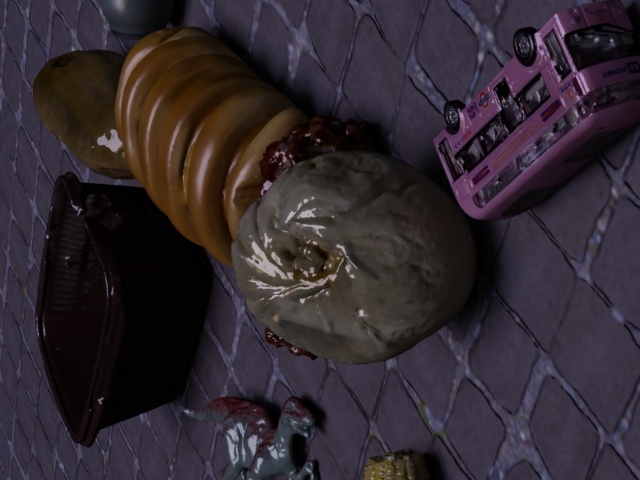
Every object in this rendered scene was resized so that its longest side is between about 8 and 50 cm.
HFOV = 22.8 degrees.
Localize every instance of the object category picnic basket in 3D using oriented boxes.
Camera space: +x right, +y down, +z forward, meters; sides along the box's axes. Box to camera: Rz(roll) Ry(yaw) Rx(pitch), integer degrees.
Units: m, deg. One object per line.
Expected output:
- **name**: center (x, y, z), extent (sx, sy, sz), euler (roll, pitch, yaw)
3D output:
- **picnic basket**: center (-0.223, 0.071, 1.765), extent (0.222, 0.129, 0.297), euler (61, 147, 36)

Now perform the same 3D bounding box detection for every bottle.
- **bottle**: center (-0.185, -0.334, 1.607), extent (0.096, 0.079, 0.254), euler (-99, 10, -67)

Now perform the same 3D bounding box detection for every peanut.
- **peanut**: center (-0.230, -0.138, 1.730), extent (0.236, 0.120, 0.110), euler (34, 152, 45)

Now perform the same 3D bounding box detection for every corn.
- **corn**: center (0.072, 0.259, 1.330), extent (0.085, 0.063, 0.165), euler (138, 123, -87)

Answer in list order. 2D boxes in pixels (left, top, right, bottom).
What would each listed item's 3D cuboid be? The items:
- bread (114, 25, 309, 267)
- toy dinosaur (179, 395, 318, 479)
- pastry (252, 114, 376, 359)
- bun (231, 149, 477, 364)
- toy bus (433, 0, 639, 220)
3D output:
- **bread**: center (-0.110, -0.090, 1.497), extent (0.311, 0.121, 0.173), euler (42, 136, 52)
- **toy dinosaur**: center (-0.079, 0.190, 1.608), extent (0.242, 0.053, 0.167), euler (42, 128, 51)
- **pastry**: center (-0.002, 0.000, 1.335), extent (0.097, 0.115, 0.208), euler (22, 112, 53)
- **bun**: center (0.022, 0.015, 1.208), extent (0.188, 0.111, 0.164), euler (22, 109, 13)
- **toy bus**: center (0.146, -0.083, 1.064), extent (0.090, 0.063, 0.203), euler (69, 153, 15)
